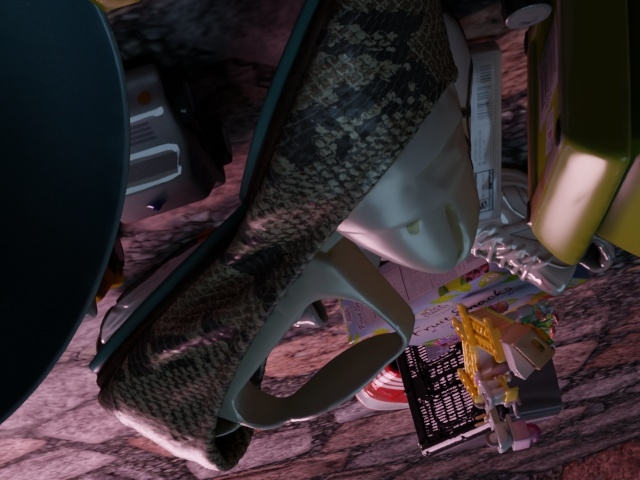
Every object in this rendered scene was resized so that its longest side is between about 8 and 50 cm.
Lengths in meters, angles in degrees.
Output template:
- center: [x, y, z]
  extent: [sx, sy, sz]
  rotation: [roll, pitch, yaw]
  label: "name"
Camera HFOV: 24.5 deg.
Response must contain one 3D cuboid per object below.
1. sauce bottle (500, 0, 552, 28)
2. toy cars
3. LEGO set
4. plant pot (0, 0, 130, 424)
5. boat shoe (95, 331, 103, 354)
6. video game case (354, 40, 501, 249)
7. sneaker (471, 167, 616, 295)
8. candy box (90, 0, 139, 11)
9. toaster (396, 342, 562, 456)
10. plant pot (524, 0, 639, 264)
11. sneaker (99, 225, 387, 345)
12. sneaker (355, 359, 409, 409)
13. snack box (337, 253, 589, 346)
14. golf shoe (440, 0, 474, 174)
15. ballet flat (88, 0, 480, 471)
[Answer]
- center: [0.093, -0.175, 0.792]
  extent: [0.042, 0.128, 0.042]
  rotation: [-13, 164, -4]
  label: "sauce bottle"
- center: [-0.172, -0.009, 1.143]
  extent: [0.176, 0.087, 0.394]
  rotation: [-3, 158, -32]
  label: "toy cars"
- center: [0.211, 0.108, 1.512]
  extent: [0.107, 0.132, 0.287]
  rotation: [-20, 155, -10]
  label: "LEGO set"
- center: [-0.267, -0.041, 0.758]
  extent: [0.195, 0.290, 0.290]
  rotation: [17, 179, 32]
  label: "plant pot"
- center: [-0.139, 0.059, 1.399]
  extent: [0.219, 0.077, 0.070]
  rotation: [-32, 157, 23]
  label: "boat shoe"
- center: [0.068, -0.069, 1.125]
  extent: [0.143, 0.019, 0.157]
  rotation: [-12, 127, -9]
  label: "video game case"
- center: [0.192, -0.003, 1.386]
  extent: [0.232, 0.115, 0.090]
  rotation: [-5, 159, -26]
  label: "sneaker"
- center: [-0.140, -0.183, 0.632]
  extent: [0.027, 0.105, 0.206]
  rotation: [-15, 162, 17]
  label: "candy box"
- center: [0.186, 0.152, 1.765]
  extent: [0.110, 0.168, 0.186]
  rotation: [-3, 160, -37]
  label: "toaster"
- center: [0.245, -0.103, 0.962]
  extent: [0.207, 0.227, 0.228]
  rotation: [2, 161, 1]
  label: "plant pot"
- center: [-0.061, 0.040, 1.211]
  extent: [0.262, 0.121, 0.099]
  rotation: [-34, -176, 16]
  label: "sneaker"
- center: [0.165, 0.178, 1.949]
  extent: [0.221, 0.087, 0.128]
  rotation: [-4, 161, -31]
  label: "sneaker"
- center: [0.150, 0.048, 1.578]
  extent: [0.174, 0.070, 0.207]
  rotation: [6, 151, -46]
  label: "snack box"
- center: [0.082, -0.074, 1.047]
  extent: [0.077, 0.094, 0.198]
  rotation: [-13, 130, -7]
  label: "golf shoe"
- center: [0.000, 0.000, 1.003]
  extent: [0.483, 0.182, 0.164]
  rotation: [-55, 177, 40]
  label: "ballet flat"
